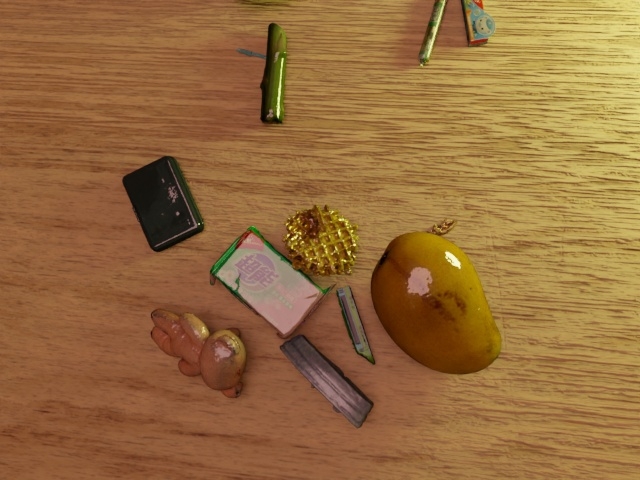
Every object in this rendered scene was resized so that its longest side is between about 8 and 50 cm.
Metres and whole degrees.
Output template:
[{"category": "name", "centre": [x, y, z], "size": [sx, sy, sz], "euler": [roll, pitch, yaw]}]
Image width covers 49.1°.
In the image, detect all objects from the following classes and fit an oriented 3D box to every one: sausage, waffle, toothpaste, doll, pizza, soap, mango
[{"category": "sausage", "centre": [0.305, -0.586, 1.856], "size": [0.033, 0.033, 0.269], "euler": [16, 86, 9]}, {"category": "waffle", "centre": [0.000, 0.000, 1.775], "size": [0.197, 0.070, 0.193], "euler": [10, 62, -10]}, {"category": "toothpaste", "centre": [0.410, -0.612, 1.839], "size": [0.070, 0.044, 0.193], "euler": [-8, 83, 5]}, {"category": "doll", "centre": [-0.303, 0.260, 1.808], "size": [0.303, 0.156, 0.201], "euler": [28, 130, 28]}, {"category": "pizza", "centre": [0.313, -0.033, 1.801], "size": [0.083, 0.016, 0.037], "euler": [-23, 75, 6]}, {"category": "soap", "centre": [-0.128, 0.108, 1.805], "size": [0.273, 0.098, 0.218], "euler": [41, 84, 8]}, {"category": "mango", "centre": [0.277, 0.158, 1.687], "size": [0.264, 0.221, 0.378], "euler": [-37, 89, -1]}]

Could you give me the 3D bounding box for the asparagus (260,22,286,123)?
[{"category": "asparagus", "centre": [-0.123, -0.447, 1.886], "size": [0.067, 0.060, 0.277], "euler": [3, 84, 27]}]

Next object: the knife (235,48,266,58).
[{"category": "knife", "centre": [-0.191, -0.514, 1.927], "size": [0.091, 0.005, 0.014], "euler": [19, 85, 10]}]

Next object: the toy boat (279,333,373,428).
[{"category": "toy boat", "centre": [0.014, 0.346, 1.743], "size": [0.283, 0.127, 0.078], "euler": [44, 90, 12]}]

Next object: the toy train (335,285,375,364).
[{"category": "toy train", "centre": [0.087, 0.221, 1.788], "size": [0.042, 0.044, 0.209], "euler": [-19, 81, 5]}]

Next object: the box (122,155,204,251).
[{"category": "box", "centre": [-0.424, -0.100, 1.890], "size": [0.160, 0.050, 0.230], "euler": [-25, 81, 4]}]
